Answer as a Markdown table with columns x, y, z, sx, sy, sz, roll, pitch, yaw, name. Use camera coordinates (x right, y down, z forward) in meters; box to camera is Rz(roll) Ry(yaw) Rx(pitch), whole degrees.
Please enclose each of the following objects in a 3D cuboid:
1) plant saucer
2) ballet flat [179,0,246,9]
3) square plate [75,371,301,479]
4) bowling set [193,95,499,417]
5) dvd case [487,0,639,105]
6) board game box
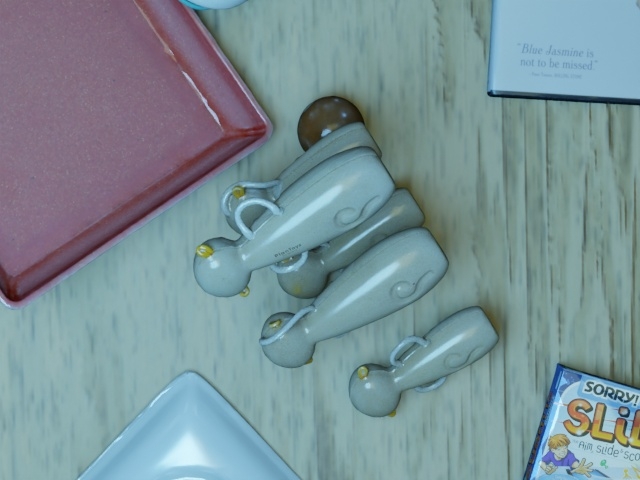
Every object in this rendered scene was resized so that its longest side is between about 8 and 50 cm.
| x | y | z | sx | sy | sz | roll | pitch | yaw | name |
| --- | --- | --- | --- | --- | --- | --- | --- | --- | --- |
| -0.208 | -0.116 | 1.269 | 0.259 | 0.048 | 0.258 | -36 | 93 | -23 | plant saucer |
| -0.166 | -0.350 | 1.246 | 0.139 | 0.139 | 0.400 | -43 | 95 | 1 | ballet flat |
| -0.105 | 0.343 | 1.330 | 0.344 | 0.049 | 0.347 | -45 | 93 | 1 | square plate |
| 0.000 | 0.000 | 1.279 | 0.154 | 0.200 | 0.287 | -32 | 135 | 5 | bowling set |
| 0.229 | -0.235 | 1.324 | 0.180 | 0.022 | 0.253 | 3 | 92 | -1 | dvd case |
| 0.267 | 0.192 | 1.337 | 0.201 | 0.035 | 0.136 | 16 | 92 | -2 | board game box |
